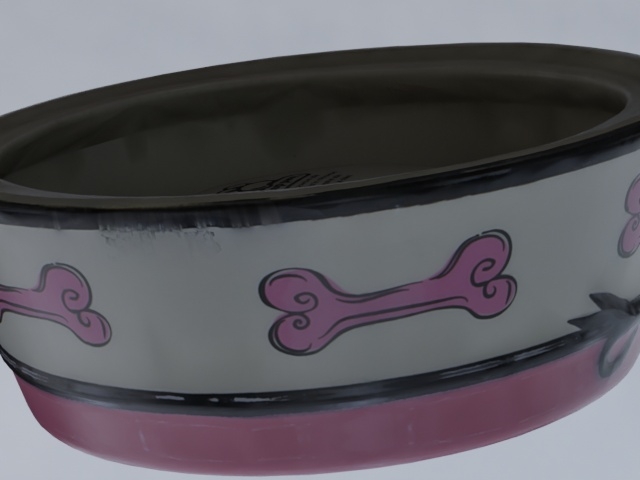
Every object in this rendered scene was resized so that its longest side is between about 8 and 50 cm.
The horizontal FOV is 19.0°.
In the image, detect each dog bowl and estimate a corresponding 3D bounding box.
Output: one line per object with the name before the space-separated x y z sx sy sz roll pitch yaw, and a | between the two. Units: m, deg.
dog bowl | 0.000 0.000 1.041 0.408 0.150 0.408 -6 -165 2
